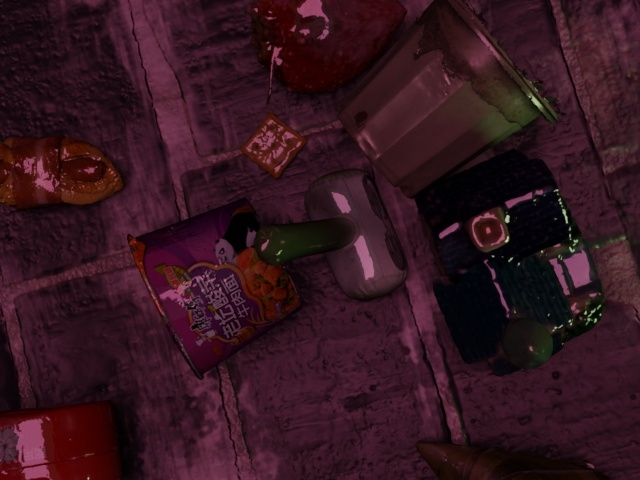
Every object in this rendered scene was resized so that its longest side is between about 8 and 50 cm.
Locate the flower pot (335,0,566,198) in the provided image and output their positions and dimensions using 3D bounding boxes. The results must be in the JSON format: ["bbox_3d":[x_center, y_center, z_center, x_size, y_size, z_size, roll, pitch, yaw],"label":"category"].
[{"bbox_3d":[0.175,-0.209,1.426,0.259,0.290,0.290,-39,82,12],"label":"flower pot"}]

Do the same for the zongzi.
[{"bbox_3d":[0.309,0.368,1.444,0.251,0.274,0.125,9,99,-31],"label":"zongzi"}]

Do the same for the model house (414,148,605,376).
[{"bbox_3d":[0.271,0.034,1.382,0.243,0.284,0.298,-24,83,9],"label":"model house"}]

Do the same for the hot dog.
[{"bbox_3d":[-0.459,-0.113,1.562,0.261,0.093,0.123,-5,85,6],"label":"hot dog"}]

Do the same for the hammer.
[{"bbox_3d":[0.000,0.000,1.391,0.119,0.335,0.206,-28,80,30],"label":"hammer"}]

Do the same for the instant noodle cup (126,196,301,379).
[{"bbox_3d":[-0.153,0.059,1.452,0.190,0.251,0.251,-27,83,-6],"label":"instant noodle cup"}]

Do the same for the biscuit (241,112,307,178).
[{"bbox_3d":[-0.076,-0.155,1.561,0.081,0.018,0.083,39,90,9],"label":"biscuit"}]

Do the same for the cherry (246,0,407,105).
[{"bbox_3d":[0.013,-0.330,1.488,0.249,0.175,0.192,-14,93,4],"label":"cherry"}]

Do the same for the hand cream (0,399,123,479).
[{"bbox_3d":[-0.416,0.325,1.458,0.230,0.230,0.149,-8,81,6],"label":"hand cream"}]
